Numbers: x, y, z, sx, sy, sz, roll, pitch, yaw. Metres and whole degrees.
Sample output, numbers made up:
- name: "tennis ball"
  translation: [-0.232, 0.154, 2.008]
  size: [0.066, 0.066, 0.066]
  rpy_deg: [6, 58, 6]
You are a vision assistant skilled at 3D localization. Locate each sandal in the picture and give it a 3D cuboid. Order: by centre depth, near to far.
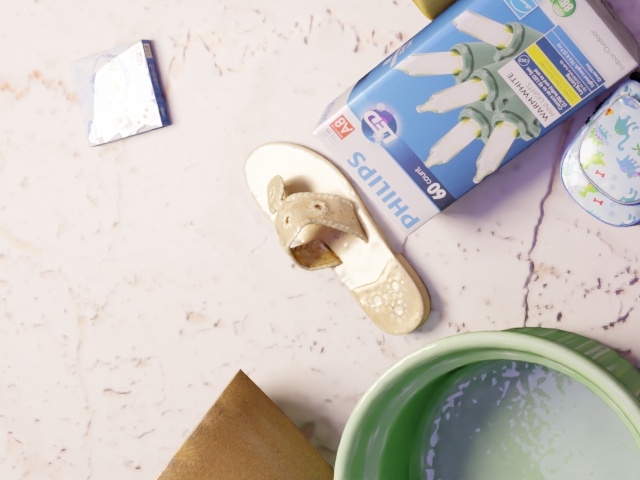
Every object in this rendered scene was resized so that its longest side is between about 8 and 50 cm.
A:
- name: "sandal"
  translation: [0.004, -0.005, 1.408]
  size: [0.240, 0.079, 0.088]
  rpy_deg: [47, 111, 13]

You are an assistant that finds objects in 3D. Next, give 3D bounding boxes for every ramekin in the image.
- name: "ramekin"
  translation: [0.177, 0.218, 1.319]
  size: [0.303, 0.148, 0.303]
  rpy_deg: [3, 97, 23]

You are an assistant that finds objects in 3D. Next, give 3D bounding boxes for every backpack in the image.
- name: "backpack"
  translation: [0.264, -0.070, 1.285]
  size: [0.105, 0.084, 0.114]
  rpy_deg: [45, 113, 15]

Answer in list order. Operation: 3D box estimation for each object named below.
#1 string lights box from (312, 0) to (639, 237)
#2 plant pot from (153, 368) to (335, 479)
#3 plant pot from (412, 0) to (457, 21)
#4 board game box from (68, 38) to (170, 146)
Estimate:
- name: "string lights box"
  translation: [0.135, -0.135, 1.319]
  size: [0.259, 0.077, 0.133]
  rpy_deg: [-38, 102, 23]
- name: "plant pot"
  translation: [-0.048, 0.288, 1.404]
  size: [0.254, 0.237, 0.237]
  rpy_deg: [37, 109, 0]
- name: "plant pot"
  translation: [0.102, -0.246, 1.337]
  size: [0.081, 0.083, 0.081]
  rpy_deg: [-42, 80, 22]
- name: "board game box"
  translation: [-0.203, -0.148, 1.516]
  size: [0.090, 0.020, 0.090]
  rpy_deg: [-13, 91, 24]
